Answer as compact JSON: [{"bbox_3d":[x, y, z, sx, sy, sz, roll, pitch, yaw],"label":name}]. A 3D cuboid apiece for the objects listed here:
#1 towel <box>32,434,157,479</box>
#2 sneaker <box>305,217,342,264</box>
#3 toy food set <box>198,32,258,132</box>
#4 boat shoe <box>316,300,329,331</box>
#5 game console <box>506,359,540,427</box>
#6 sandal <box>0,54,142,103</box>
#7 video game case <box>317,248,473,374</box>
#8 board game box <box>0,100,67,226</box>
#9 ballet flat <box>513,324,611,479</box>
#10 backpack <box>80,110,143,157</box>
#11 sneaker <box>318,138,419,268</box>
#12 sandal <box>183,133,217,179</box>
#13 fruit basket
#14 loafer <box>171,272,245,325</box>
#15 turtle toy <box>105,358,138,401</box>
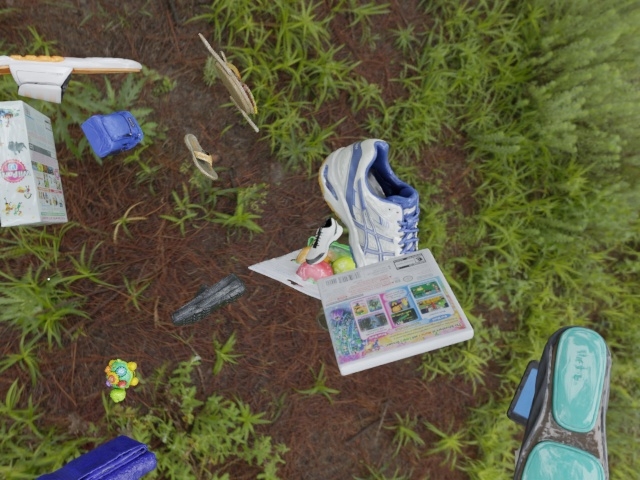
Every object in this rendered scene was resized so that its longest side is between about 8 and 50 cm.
[{"bbox_3d":[-0.574,0.564,1.126,0.308,0.227,0.076,-17,98,-44],"label":"towel"},{"bbox_3d":[0.000,0.000,0.926,0.109,0.040,0.044,-56,134,-27],"label":"sneaker"},{"bbox_3d":[-0.163,-0.310,0.934,0.038,0.192,0.132,-35,67,-6],"label":"toy food set"},{"bbox_3d":[0.142,0.165,1.181,0.104,0.307,0.111,-68,153,-46],"label":"boat shoe"},{"bbox_3d":[0.421,0.315,0.862,0.085,0.124,0.144,10,112,-5],"label":"game console"},{"bbox_3d":[-0.456,-0.285,0.848,0.265,0.102,0.076,-7,105,-19],"label":"sandal"},{"bbox_3d":[0.084,0.082,0.585,0.157,0.143,0.019,-16,132,-1],"label":"video game case"},{"bbox_3d":[-0.780,-0.192,1.268,0.097,0.224,0.304,-9,93,-11],"label":"board game box"},{"bbox_3d":[0.209,0.175,0.413,0.074,0.074,0.203,32,67,-24],"label":"ballet flat"},{"bbox_3d":[-0.495,-0.265,1.163,0.120,0.101,0.098,-41,113,-60],"label":"backpack"},{"bbox_3d":[0.111,-0.022,0.772,0.112,0.131,0.296,-41,104,-40],"label":"sneaker"},{"bbox_3d":[-0.392,-0.283,1.577,0.180,0.049,0.072,62,23,5],"label":"sandal"},{"bbox_3d":[0.003,0.110,1.519,0.353,0.327,0.166,-24,126,-51],"label":"fruit basket"},{"bbox_3d":[-0.314,0.161,1.312,0.223,0.076,0.078,-28,69,-29],"label":"loafer"},{"bbox_3d":[-0.617,0.427,1.455,0.066,0.095,0.130,-22,110,-69],"label":"turtle toy"}]
